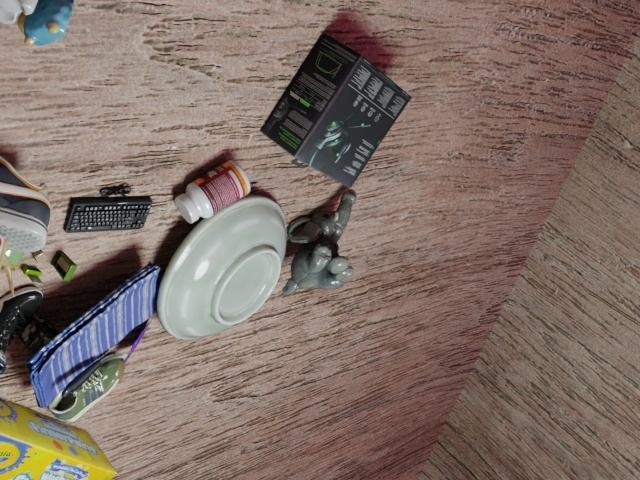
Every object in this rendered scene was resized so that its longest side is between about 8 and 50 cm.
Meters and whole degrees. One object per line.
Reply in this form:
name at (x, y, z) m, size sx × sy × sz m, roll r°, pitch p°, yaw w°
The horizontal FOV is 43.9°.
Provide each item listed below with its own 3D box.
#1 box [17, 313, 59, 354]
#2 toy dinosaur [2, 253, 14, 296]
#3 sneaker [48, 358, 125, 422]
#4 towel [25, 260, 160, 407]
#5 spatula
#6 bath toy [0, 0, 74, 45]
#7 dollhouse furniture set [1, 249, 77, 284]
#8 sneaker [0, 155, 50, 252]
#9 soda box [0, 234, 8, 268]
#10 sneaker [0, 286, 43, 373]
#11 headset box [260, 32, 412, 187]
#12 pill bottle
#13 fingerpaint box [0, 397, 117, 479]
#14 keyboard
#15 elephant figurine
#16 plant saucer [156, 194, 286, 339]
box at (-0.570, 0.194, 1.613) m, size 0.052 × 0.083 × 0.062 m, roll -48°, pitch 145°, yaw -3°
toy dinosaur at (-0.598, 0.004, 1.421) m, size 0.112 × 0.064 × 0.211 m, roll -49°, pitch 143°, yaw -3°
sneaker at (-0.533, 0.332, 1.798) m, size 0.192 × 0.064 × 0.086 m, roll -45°, pitch 150°, yaw -2°
towel at (-0.468, 0.204, 1.674) m, size 0.336 × 0.040 × 0.243 m, roll -42°, pitch 166°, yaw -30°
spatula at (-0.467, 0.266, 1.749) m, size 0.084 × 0.030 × 0.296 m, roll -57°, pitch 168°, yaw 32°
bath toy at (-0.502, -0.412, 1.098) m, size 0.348 × 0.151 × 0.129 m, roll 37°, pitch 53°, yaw -53°
dollhouse furniture set at (-0.548, 0.041, 1.518) m, size 0.151 × 0.058 × 0.076 m, roll 20°, pitch 106°, yaw -54°
sneaker at (-0.603, -0.085, 1.299) m, size 0.321 × 0.127 × 0.126 m, roll 22°, pitch 143°, yaw -34°
soda box at (-0.624, 0.028, 1.298) m, size 0.216 × 0.074 × 0.069 m, roll -9°, pitch 149°, yaw 19°
sneaker at (-0.611, 0.191, 1.532) m, size 0.217 × 0.121 × 0.079 m, roll -38°, pitch 144°, yaw -18°
headset box at (0.034, -0.280, 1.814) m, size 0.283 × 0.131 × 0.246 m, roll -57°, pitch 145°, yaw 9°
pill bottle at (-0.234, -0.103, 1.716) m, size 0.152 × 0.086 × 0.086 m, roll -35°, pitch 142°, yaw -23°
fingerpaint box at (-0.720, 0.540, 1.694) m, size 0.371 × 0.163 × 0.445 m, roll -47°, pitch 146°, yaw -6°
keyboard at (-0.421, -0.062, 1.600) m, size 0.180 × 0.023 × 0.108 m, roll -5°, pitch 125°, yaw -47°
elephant figurine at (0.000, 0.000, 2.038) m, size 0.186 × 0.239 × 0.169 m, roll 3°, pitch 145°, yaw -16°
plant saucer at (-0.200, 0.086, 1.873) m, size 0.400 × 0.100 × 0.400 m, roll -38°, pitch 148°, yaw -29°
